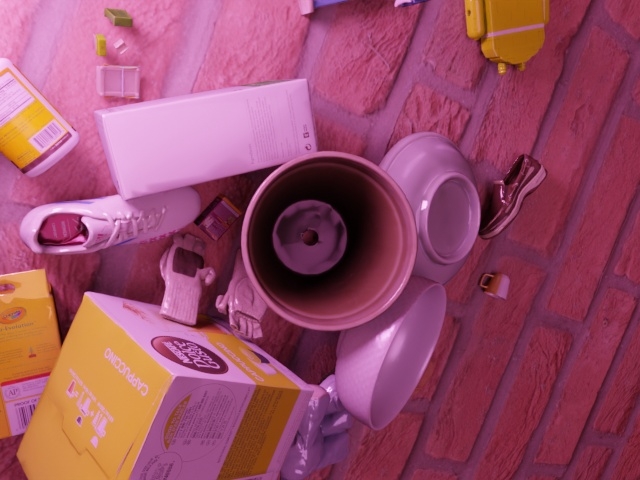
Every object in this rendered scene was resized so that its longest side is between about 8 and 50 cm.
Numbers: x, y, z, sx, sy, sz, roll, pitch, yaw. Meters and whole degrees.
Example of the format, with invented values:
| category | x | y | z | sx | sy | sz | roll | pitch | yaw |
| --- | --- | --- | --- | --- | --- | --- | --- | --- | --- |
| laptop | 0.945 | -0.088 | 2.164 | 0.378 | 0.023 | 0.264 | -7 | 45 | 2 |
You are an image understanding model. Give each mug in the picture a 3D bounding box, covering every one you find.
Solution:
| category | x | y | z | sx | sy | sz | roll | pitch | yaw |
| --- | --- | --- | --- | --- | --- | --- | --- | --- | --- |
| mug | 0.489 | 0.122 | 1.566 | 0.078 | 0.062 | 0.064 | 27 | 84 | -36 |

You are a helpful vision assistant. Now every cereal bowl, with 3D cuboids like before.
| category | x | y | z | sx | sy | sz | roll | pitch | yaw |
| --- | --- | --- | --- | --- | --- | --- | --- | --- | --- |
| cereal bowl | 0.134 | 0.223 | 1.216 | 0.339 | 0.141 | 0.338 | -40 | 141 | -42 |

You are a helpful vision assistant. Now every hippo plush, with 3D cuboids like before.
| category | x | y | z | sx | sy | sz | roll | pitch | yaw |
| --- | --- | --- | --- | --- | --- | --- | --- | --- | --- |
| hippo plush | -0.076 | 0.425 | 1.287 | 0.234 | 0.237 | 0.293 | 32 | 72 | -52 |

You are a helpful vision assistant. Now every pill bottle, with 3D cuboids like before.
| category | x | y | z | sx | sy | sz | roll | pitch | yaw |
| --- | --- | --- | --- | --- | --- | --- | --- | --- | --- |
| pill bottle | -0.521 | -0.218 | 0.945 | 0.117 | 0.117 | 0.215 | -43 | 117 | -10 |

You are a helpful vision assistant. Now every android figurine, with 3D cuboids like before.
| category | x | y | z | sx | sy | sz | roll | pitch | yaw |
| --- | --- | --- | --- | --- | --- | --- | --- | --- | --- |
| android figurine | 0.459 | -0.544 | 1.367 | 0.249 | 0.056 | 0.272 | -19 | 111 | -21 |

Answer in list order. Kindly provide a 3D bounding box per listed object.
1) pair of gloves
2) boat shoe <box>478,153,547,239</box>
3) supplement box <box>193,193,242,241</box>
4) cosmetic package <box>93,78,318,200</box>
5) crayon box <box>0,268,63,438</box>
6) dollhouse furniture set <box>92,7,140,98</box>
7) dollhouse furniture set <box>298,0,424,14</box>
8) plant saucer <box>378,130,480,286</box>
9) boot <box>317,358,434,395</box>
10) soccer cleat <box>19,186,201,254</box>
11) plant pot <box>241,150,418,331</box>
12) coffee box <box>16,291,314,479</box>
| category | x | y | z | sx | sy | sz | roll | pitch | yaw |
| --- | --- | --- | --- | --- | --- | --- | --- | --- | --- |
| pair of gloves | -0.217 | 0.094 | 1.162 | 0.240 | 0.204 | 0.042 | 17 | 140 | -32 |
| boat shoe | 0.480 | -0.121 | 1.485 | 0.095 | 0.095 | 0.257 | 43 | 77 | -15 |
| supplement box | -0.214 | -0.048 | 1.184 | 0.083 | 0.043 | 0.055 | -48 | 119 | -8 |
| cosmetic package | -0.212 | -0.198 | 1.058 | 0.366 | 0.197 | 0.155 | -16 | 110 | -23 |
| crayon box | -0.587 | 0.207 | 1.051 | 0.203 | 0.081 | 0.318 | -9 | 108 | -24 |
| dollhouse furniture set | -0.375 | -0.340 | 1.037 | 0.076 | 0.058 | 0.151 | -9 | 127 | -31 |
| dollhouse furniture set | 0.088 | -0.569 | 1.038 | 0.198 | 0.303 | 0.286 | -21 | 112 | -21 |
| plant saucer | 0.276 | -0.055 | 1.329 | 0.401 | 0.101 | 0.399 | -7 | 100 | -41 |
| boot | 0.140 | 0.374 | 1.448 | 0.270 | 0.089 | 0.236 | 21 | 112 | -38 |
| soccer cleat | -0.375 | -0.030 | 1.053 | 0.332 | 0.143 | 0.115 | -13 | 110 | -23 |
| plant pot | 0.000 | 0.000 | 1.140 | 0.324 | 0.280 | 0.322 | 0 | 91 | -9 |
| coffee box | -0.285 | 0.332 | 1.036 | 0.335 | 0.338 | 0.337 | 23 | 91 | -47 |
